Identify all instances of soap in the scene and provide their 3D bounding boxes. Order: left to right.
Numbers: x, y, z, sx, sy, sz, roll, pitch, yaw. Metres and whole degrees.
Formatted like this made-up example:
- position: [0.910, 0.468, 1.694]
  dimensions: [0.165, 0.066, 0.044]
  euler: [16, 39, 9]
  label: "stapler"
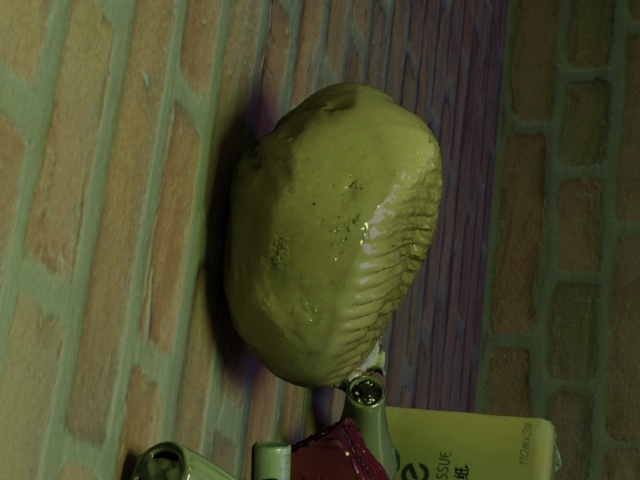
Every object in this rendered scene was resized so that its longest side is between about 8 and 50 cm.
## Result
- position: [0.021, 0.366, 2.104]
  dimensions: [0.099, 0.162, 0.249]
  euler: [-27, 117, -67]
  label: "soap"

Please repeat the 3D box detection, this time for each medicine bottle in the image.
- position: [-0.061, 0.297, 1.975]
  dimensions: [0.047, 0.047, 0.083]
  euler: [-11, 103, -76]
  label: "medicine bottle"

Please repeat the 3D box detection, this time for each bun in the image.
- position: [0.000, 0.000, 1.825]
  dimensions: [0.326, 0.235, 0.362]
  euler: [-56, 162, -54]
  label: "bun"

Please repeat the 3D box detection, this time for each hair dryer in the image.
- position: [0.064, 0.336, 2.227]
  dimensions: [0.298, 0.119, 0.295]
  euler: [-96, -175, -58]
  label: "hair dryer"

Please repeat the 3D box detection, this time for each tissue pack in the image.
- position: [0.198, 0.480, 2.465]
  dimensions: [0.205, 0.332, 0.405]
  euler: [78, 19, -50]
  label: "tissue pack"

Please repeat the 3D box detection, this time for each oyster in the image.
- position: [0.038, 0.123, 2.284]
  dimensions: [0.223, 0.083, 0.214]
  euler: [13, 77, -71]
  label: "oyster"

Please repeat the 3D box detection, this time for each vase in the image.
- position: [-0.120, 0.289, 1.599]
  dimensions: [0.248, 0.128, 0.128]
  euler: [62, 32, -51]
  label: "vase"

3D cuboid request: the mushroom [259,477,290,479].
- position: [-0.064, 0.348, 1.891]
  dimensions: [0.127, 0.087, 0.127]
  euler: [-1, 90, -74]
  label: "mushroom"
